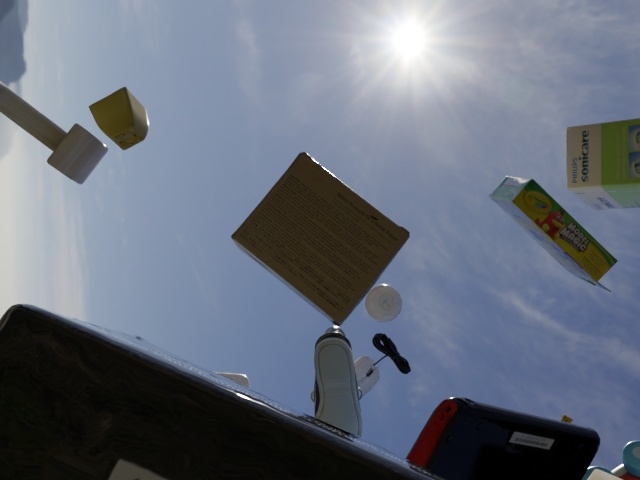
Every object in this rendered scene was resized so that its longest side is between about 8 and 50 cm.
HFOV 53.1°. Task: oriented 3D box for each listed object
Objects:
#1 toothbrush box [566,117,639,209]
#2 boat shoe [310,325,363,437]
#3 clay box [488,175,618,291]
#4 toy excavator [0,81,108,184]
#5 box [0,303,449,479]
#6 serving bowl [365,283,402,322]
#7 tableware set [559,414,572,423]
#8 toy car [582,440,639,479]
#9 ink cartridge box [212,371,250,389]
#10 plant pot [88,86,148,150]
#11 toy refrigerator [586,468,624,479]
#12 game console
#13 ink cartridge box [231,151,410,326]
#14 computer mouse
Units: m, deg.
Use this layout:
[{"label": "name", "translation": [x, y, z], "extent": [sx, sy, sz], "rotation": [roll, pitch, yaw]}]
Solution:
[{"label": "toothbrush box", "translation": [0.606, -0.135, 1.133], "extent": [0.283, 0.206, 0.122], "rotation": [-4, -101, 36]}, {"label": "boat shoe", "translation": [0.026, 0.277, 1.142], "extent": [0.079, 0.095, 0.255], "rotation": [-70, 154, -72]}, {"label": "clay box", "translation": [0.386, -0.013, 1.050], "extent": [0.053, 0.222, 0.127], "rotation": [-49, -173, 5]}, {"label": "toy excavator", "translation": [-0.545, -0.276, 0.916], "extent": [0.222, 0.433, 0.445], "rotation": [-55, 175, -6]}, {"label": "box", "translation": [-0.083, 0.213, 0.473], "extent": [0.395, 0.293, 0.212], "rotation": [125, -11, -77]}, {"label": "serving bowl", "translation": [0.139, 0.134, 1.384], "extent": [0.027, 0.083, 0.083], "rotation": [137, -52, -76]}, {"label": "tableware set", "translation": [0.485, 0.435, 1.376], "extent": [0.024, 0.104, 0.154], "rotation": [39, -66, 21]}, {"label": "toy car", "translation": [0.685, 0.591, 1.326], "extent": [0.238, 0.210, 0.219], "rotation": [50, -16, 54]}, {"label": "ink cartridge box", "translation": [-0.240, 0.448, 1.307], "extent": [0.226, 0.131, 0.306], "rotation": [-111, -143, -50]}, {"label": "plant pot", "translation": [-0.372, -0.221, 1.211], "extent": [0.083, 0.081, 0.081], "rotation": [64, 4, 27]}, {"label": "toy refrigerator", "translation": [0.448, 0.471, 1.026], "extent": [0.102, 0.269, 0.094], "rotation": [17, -78, 34]}, {"label": "game console", "translation": [0.233, 0.404, 0.960], "extent": [0.060, 0.386, 0.342], "rotation": [34, -80, 53]}, {"label": "ink cartridge box", "translation": [0.000, 0.000, 1.087], "extent": [0.234, 0.193, 0.088], "rotation": [38, -10, 8]}, {"label": "computer mouse", "translation": [0.088, 0.277, 1.304], "extent": [0.106, 0.193, 0.042], "rotation": [57, -16, -11]}]
